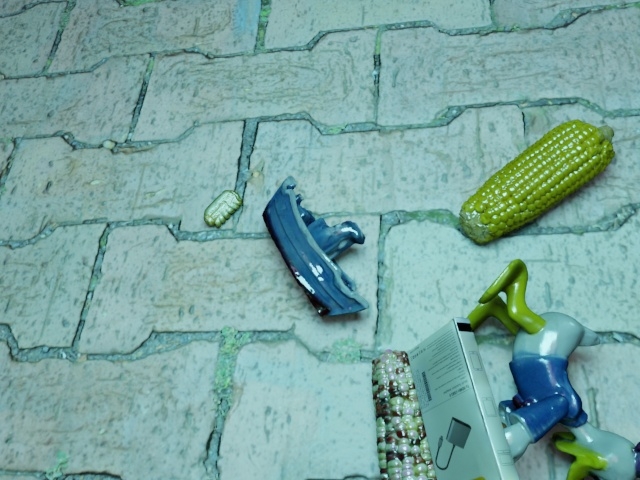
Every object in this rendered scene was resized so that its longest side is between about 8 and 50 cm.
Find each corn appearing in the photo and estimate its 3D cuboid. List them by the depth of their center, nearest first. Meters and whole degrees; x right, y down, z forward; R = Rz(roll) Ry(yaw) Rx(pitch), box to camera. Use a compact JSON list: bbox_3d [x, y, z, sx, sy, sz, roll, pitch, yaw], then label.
[{"bbox_3d":[0.127,0.307,0.762,0.092,0.092,0.281,-9,57,4],"label":"corn"},{"bbox_3d":[0.391,-0.109,0.912,0.321,0.119,0.119,-37,64,-5],"label":"corn"}]

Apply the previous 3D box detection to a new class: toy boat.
[{"bbox_3d":[0.000,0.000,0.910,0.142,0.129,0.309,-33,61,4],"label":"toy boat"}]

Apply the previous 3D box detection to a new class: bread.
[{"bbox_3d":[-0.198,-0.064,1.029,0.049,0.034,0.088,38,78,9],"label":"bread"}]

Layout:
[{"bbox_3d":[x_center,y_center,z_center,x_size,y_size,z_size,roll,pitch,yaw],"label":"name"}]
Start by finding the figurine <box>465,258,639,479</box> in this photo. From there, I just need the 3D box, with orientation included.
[{"bbox_3d":[0.322,0.237,0.704,0.338,0.205,0.283,38,75,20],"label":"figurine"}]

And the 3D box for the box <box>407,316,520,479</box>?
[{"bbox_3d":[0.189,0.244,0.694,0.033,0.129,0.247,8,54,-25],"label":"box"}]
